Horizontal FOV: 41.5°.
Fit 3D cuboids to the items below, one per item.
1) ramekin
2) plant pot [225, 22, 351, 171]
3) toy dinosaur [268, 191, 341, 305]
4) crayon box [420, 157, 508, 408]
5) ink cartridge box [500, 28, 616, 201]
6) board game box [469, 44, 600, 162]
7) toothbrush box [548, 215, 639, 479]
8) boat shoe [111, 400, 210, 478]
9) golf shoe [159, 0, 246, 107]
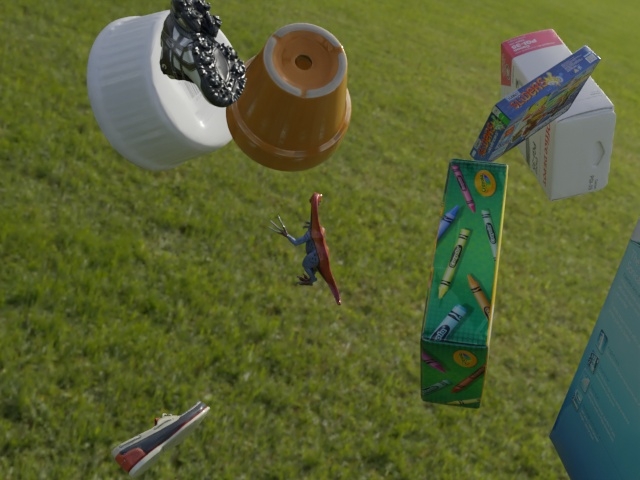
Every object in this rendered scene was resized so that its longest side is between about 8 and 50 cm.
[{"bbox_3d":[-0.257,-0.268,1.478,0.135,0.277,0.277,-8,7,35],"label":"ramekin"},{"bbox_3d":[-0.039,-0.239,1.337,0.205,0.188,0.205,4,70,-11],"label":"plant pot"},{"bbox_3d":[0.000,0.000,0.779,0.090,0.082,0.047,30,38,14],"label":"toy dinosaur"},{"bbox_3d":[0.187,0.053,1.093,0.081,0.165,0.278,6,55,12],"label":"crayon box"},{"bbox_3d":[0.456,-0.248,1.661,0.117,0.207,0.283,-14,45,-2],"label":"ink cartridge box"},{"bbox_3d":[0.330,-0.205,1.307,0.201,0.136,0.035,-33,72,-23],"label":"board game box"},{"bbox_3d":[0.314,0.122,0.666,0.126,0.295,0.216,5,28,-10],"label":"toothbrush box"},{"bbox_3d":[-0.198,0.242,1.065,0.043,0.049,0.137,41,53,18],"label":"boat shoe"},{"bbox_3d":[-0.157,-0.225,1.088,0.077,0.094,0.198,13,42,-38],"label":"golf shoe"}]
